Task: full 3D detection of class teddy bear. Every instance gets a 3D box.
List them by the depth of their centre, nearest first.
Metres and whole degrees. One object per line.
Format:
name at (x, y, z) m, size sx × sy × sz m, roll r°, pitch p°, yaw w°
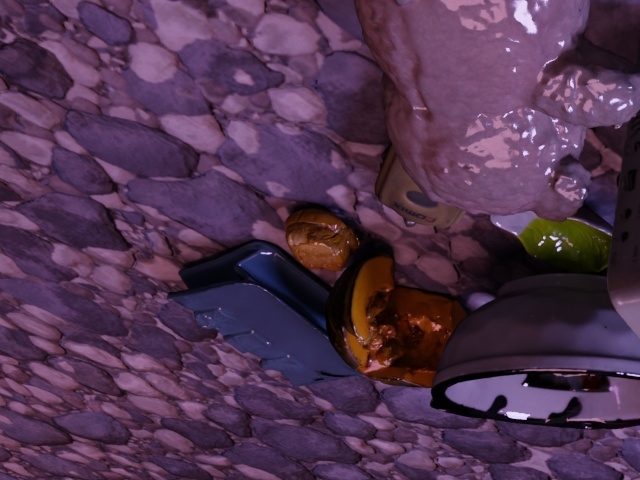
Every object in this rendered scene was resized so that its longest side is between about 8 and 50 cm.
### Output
teddy bear at (0.110, -0.132, 0.785) m, size 0.236 × 0.151 × 0.267 m, roll 33°, pitch 160°, yaw 39°

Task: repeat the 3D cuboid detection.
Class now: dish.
dish at (0.226, -0.018, 1.114) m, size 0.137 × 0.039 × 0.091 m, roll 27°, pitch 150°, yaw -16°
dish at (0.249, 0.110, 1.187) m, size 0.303 × 0.120 × 0.303 m, roll 4°, pitch 162°, yaw 1°

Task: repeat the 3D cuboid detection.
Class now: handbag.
handbag at (-0.054, 0.096, 1.404) m, size 0.229 × 0.062 × 0.179 m, roll 38°, pitch 145°, yaw -30°

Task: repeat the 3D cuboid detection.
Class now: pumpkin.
pumpkin at (0.070, 0.093, 1.286) m, size 0.183 × 0.119 × 0.107 m, roll 37°, pitch 153°, yaw -31°

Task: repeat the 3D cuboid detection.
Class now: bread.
bread at (0.000, 0.000, 1.244) m, size 0.083 × 0.046 × 0.081 m, roll 28°, pitch 152°, yaw -20°

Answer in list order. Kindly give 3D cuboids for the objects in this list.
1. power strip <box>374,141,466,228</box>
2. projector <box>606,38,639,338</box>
power strip at (0.122, -0.115, 0.996) m, size 0.092 × 0.066 × 0.387 m, roll 20°, pitch 148°, yaw 0°
projector at (0.306, 0.005, 0.907) m, size 0.079 × 0.257 × 0.259 m, roll -14°, pitch 136°, yaw 38°
